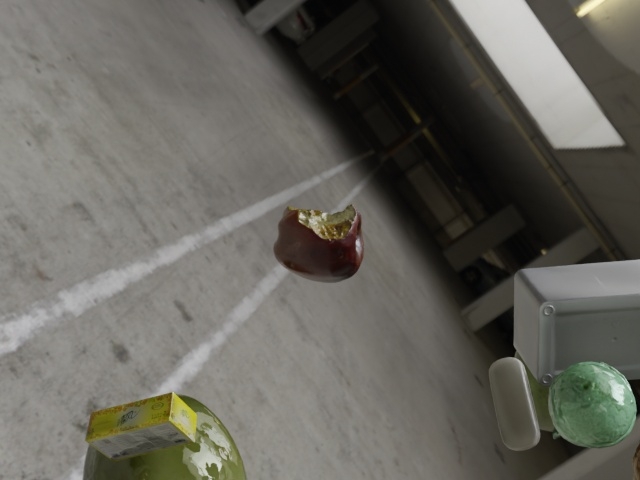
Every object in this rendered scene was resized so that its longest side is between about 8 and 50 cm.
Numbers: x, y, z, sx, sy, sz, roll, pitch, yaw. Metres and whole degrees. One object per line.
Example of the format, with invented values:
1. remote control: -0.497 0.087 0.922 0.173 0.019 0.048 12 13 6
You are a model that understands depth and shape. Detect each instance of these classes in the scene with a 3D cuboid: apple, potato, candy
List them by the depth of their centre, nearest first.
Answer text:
1. candy: 0.410 0.284 1.113 0.119 0.119 0.440 57 -1 24
2. apple: -0.003 0.006 1.272 0.156 0.158 0.147 -52 140 -72
3. apple: -0.332 0.504 1.469 0.357 0.357 0.357 53 8 -10
4. potato: 0.610 0.368 1.815 0.216 0.215 0.305 -115 -173 -55

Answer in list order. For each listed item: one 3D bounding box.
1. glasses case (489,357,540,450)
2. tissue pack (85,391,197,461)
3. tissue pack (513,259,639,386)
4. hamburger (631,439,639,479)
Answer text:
1. glasses case: 0.411 0.345 1.473 0.051 0.081 0.204 44 35 -44
2. tissue pack: -0.325 0.341 1.267 0.062 0.175 0.095 -94 161 -44
3. tissue pack: 0.460 0.135 1.148 0.136 0.245 0.160 -90 176 -72
4. hamburger: 0.672 0.482 1.223 0.330 0.209 0.162 36 -19 54
